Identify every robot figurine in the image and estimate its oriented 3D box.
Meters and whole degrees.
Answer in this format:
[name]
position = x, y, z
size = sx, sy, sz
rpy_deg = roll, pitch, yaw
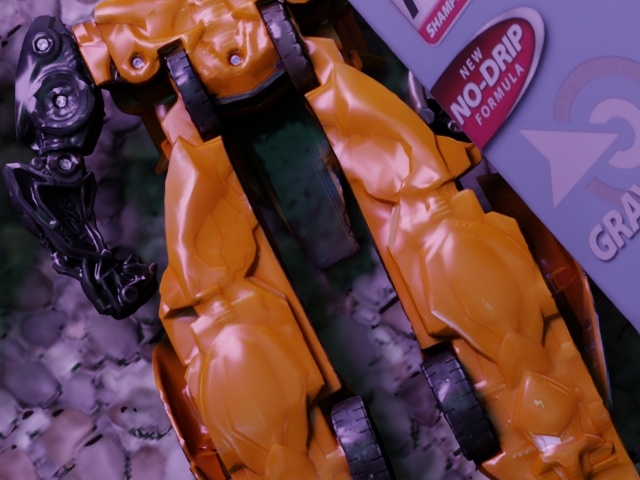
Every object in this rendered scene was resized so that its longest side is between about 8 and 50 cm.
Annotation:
[robot figurine]
position = 0.000, 0.000, 0.726
size = 0.211, 0.085, 0.291
rpy_deg = -25, 77, 2

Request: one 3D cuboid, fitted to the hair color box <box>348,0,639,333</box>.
[hair color box]
position = 0.197, -0.022, 0.644
size = 0.185, 0.113, 0.374
rpy_deg = -27, 71, -42
